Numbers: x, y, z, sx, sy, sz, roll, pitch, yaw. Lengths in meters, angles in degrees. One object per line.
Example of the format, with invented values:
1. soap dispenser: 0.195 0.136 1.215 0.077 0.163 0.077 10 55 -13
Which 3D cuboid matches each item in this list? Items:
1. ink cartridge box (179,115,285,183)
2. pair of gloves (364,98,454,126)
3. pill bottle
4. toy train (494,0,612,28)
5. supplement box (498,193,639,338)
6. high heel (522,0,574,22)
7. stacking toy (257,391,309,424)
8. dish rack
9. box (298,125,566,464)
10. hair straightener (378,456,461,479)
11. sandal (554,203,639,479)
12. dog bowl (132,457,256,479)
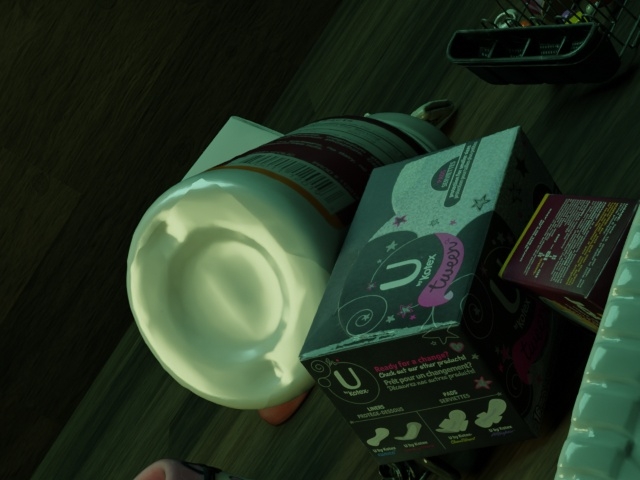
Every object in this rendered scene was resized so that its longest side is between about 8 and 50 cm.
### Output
1. ink cartridge box: -0.104 -0.001 2.122 0.201 0.117 0.278 -55 -24 -25
2. pair of gloves: 0.044 -0.105 2.030 0.240 0.042 0.204 -22 -20 -44
3. pill bottle: 0.000 0.000 1.560 0.224 0.224 0.392 -52 -11 28
4. toy train: 0.266 -0.235 1.711 0.166 0.046 0.125 -24 41 36
5. supplement box: 0.219 0.026 1.160 0.081 0.104 0.188 -59 12 -4
6. high heel: 0.308 -0.374 1.846 0.117 0.082 0.244 -113 42 -63
7. stacking toy: -0.041 0.066 2.039 0.309 0.130 0.279 -57 12 3
8. dish rack: 0.270 -0.277 1.635 0.208 0.074 0.272 8 64 53
9. box: 0.110 0.043 1.332 0.163 0.142 0.247 -16 36 34
10. hair straightener: 0.078 0.200 1.432 0.089 0.047 0.230 -61 12 -11
11. sandal: 0.251 0.057 0.943 0.416 0.169 0.102 -59 -28 -4
12. dog bowl: -0.192 0.420 1.728 0.408 0.150 0.408 -55 12 17
